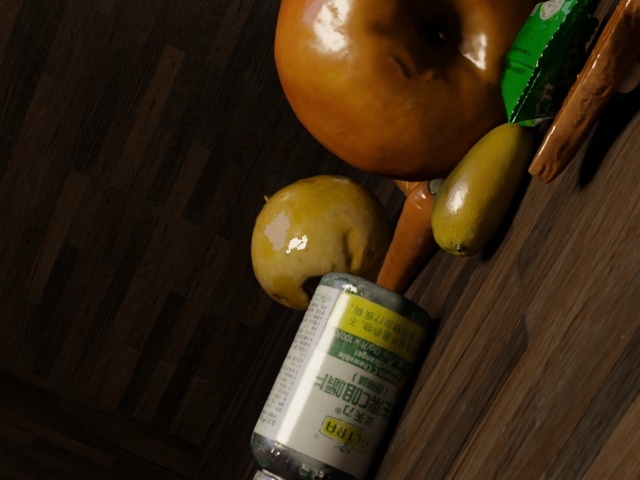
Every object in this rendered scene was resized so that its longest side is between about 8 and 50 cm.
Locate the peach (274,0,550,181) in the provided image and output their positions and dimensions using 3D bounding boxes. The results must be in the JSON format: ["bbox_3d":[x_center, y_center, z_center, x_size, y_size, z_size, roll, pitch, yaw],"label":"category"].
[{"bbox_3d":[0.109,-0.237,1.445,0.343,0.342,0.301,-65,16,3],"label":"peach"}]

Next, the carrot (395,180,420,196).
[{"bbox_3d":[0.150,-0.080,1.754,0.205,0.072,0.072,-110,45,-75],"label":"carrot"}]

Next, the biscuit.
[{"bbox_3d":[0.260,-0.178,1.014,0.205,0.049,0.324,-57,-8,-36],"label":"biscuit"}]

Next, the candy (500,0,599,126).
[{"bbox_3d":[0.219,-0.175,1.218,0.203,0.078,0.141,-12,-60,-79],"label":"candy"}]

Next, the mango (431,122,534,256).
[{"bbox_3d":[0.175,-0.058,1.326,0.161,0.076,0.103,-57,-2,-6],"label":"mango"}]

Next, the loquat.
[{"bbox_3d":[0.000,0.000,1.977,0.244,0.244,0.244,-155,90,-85],"label":"loquat"}]

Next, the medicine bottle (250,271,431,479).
[{"bbox_3d":[0.011,0.192,1.423,0.141,0.141,0.293,145,149,-80],"label":"medicine bottle"}]

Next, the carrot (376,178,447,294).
[{"bbox_3d":[0.120,0.016,1.667,0.336,0.069,0.069,111,180,-51],"label":"carrot"}]
